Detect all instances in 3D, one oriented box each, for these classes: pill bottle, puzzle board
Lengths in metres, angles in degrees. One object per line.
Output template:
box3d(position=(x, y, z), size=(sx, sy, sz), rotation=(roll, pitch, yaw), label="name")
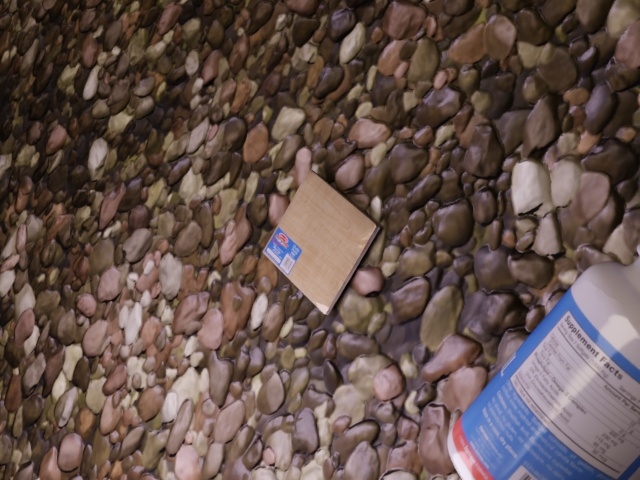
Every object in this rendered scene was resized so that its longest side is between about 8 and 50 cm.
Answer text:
box3d(position=(0.197, 0.093, 0.866), size=(0.221, 0.124, 0.124), rotation=(-52, 42, 17), label="pill bottle")
box3d(position=(0.000, 0.000, 1.218), size=(0.096, 0.011, 0.128), rotation=(-60, 39, 11), label="puzzle board")
